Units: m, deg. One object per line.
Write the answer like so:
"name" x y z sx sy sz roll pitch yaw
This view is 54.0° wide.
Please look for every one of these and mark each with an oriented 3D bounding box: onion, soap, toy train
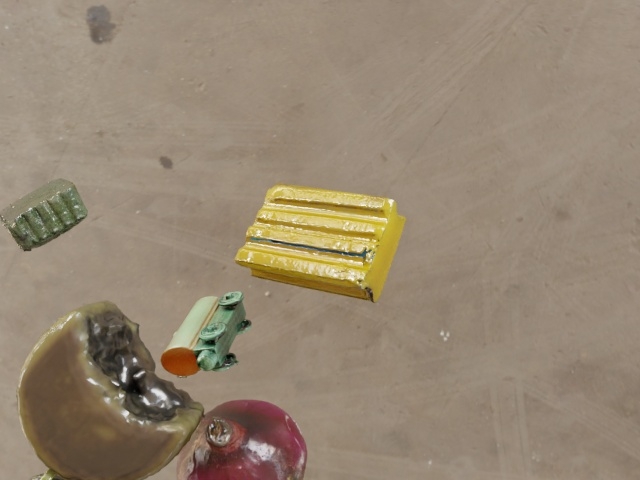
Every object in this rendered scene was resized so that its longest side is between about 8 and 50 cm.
"onion" -0.215 0.551 1.614 0.347 0.348 0.385 6 144 15
"soap" 0.001 0.000 1.290 0.324 0.204 0.096 10 157 34
"toy train" -0.274 0.222 1.513 0.177 0.285 0.116 -10 113 13

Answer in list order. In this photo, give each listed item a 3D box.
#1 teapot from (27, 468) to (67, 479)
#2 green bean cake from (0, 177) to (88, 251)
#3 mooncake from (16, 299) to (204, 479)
"teapot" -0.611 0.575 1.392 0.130 0.119 0.166 22 115 8
"green bean cake" -0.653 -0.062 1.486 0.173 0.181 0.094 20 140 54
"mooncake" -0.469 0.334 1.438 0.393 0.246 0.394 -1 85 -2
